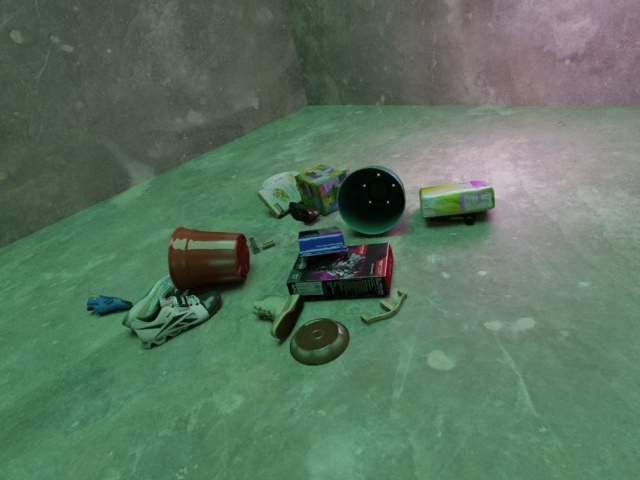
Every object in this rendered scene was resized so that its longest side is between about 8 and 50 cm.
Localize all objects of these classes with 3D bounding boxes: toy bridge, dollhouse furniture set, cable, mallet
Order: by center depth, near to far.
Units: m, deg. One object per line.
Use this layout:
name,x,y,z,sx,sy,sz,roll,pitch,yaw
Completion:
toy bridge,0.224,0.223,1.360,0.188,0.026,0.063,-29,35,-23
mallet,0.564,-0.100,1.741,0.190,0.039,0.062,6,35,39
dollhouse furniture set,-0.280,-0.007,1.913,0.114,0.081,0.091,-20,31,-8
cable,-0.219,-0.322,2.402,0.257,0.089,0.257,-22,31,-12

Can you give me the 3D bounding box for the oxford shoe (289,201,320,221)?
oxford shoe,-0.083,-0.147,2.080,0.096,0.082,0.227,-15,28,-33

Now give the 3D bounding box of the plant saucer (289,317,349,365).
plant saucer,-0.008,0.311,1.309,0.199,0.036,0.198,-12,31,7

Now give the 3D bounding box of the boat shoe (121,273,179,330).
boat shoe,-0.655,0.246,1.653,0.118,0.103,0.320,-51,4,37

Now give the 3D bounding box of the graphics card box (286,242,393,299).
graphics card box,0.079,0.115,1.538,0.371,0.094,0.232,-6,30,17

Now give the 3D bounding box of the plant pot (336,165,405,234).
plant pot,0.241,-0.201,1.820,0.293,0.292,0.235,-4,18,18

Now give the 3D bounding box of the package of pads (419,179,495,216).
package of pads,0.578,-0.181,1.755,0.297,0.101,0.229,-7,15,15

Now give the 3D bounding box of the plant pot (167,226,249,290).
plant pot,-0.449,0.072,1.707,0.265,0.272,0.272,-3,31,5

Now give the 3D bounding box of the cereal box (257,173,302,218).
cereal box,-0.196,-0.244,2.208,0.240,0.047,0.173,-36,80,-32

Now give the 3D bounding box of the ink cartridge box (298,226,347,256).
ink cartridge box,0.000,0.000,1.650,0.176,0.069,0.371,-8,10,-2

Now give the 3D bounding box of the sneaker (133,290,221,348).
sneaker,-0.531,0.259,1.527,0.331,0.146,0.122,-30,32,-27

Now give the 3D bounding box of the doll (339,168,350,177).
doll,0.075,-0.388,2.425,0.189,0.046,0.129,-3,31,19

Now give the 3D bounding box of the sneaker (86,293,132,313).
sneaker,-0.903,0.281,1.747,0.209,0.069,0.082,4,67,14

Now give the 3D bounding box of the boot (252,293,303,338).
boot,-0.168,0.260,1.426,0.165,0.077,0.213,-1,28,22

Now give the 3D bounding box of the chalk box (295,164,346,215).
chalk box,0.029,-0.254,2.090,0.179,0.180,0.289,-28,31,-21
